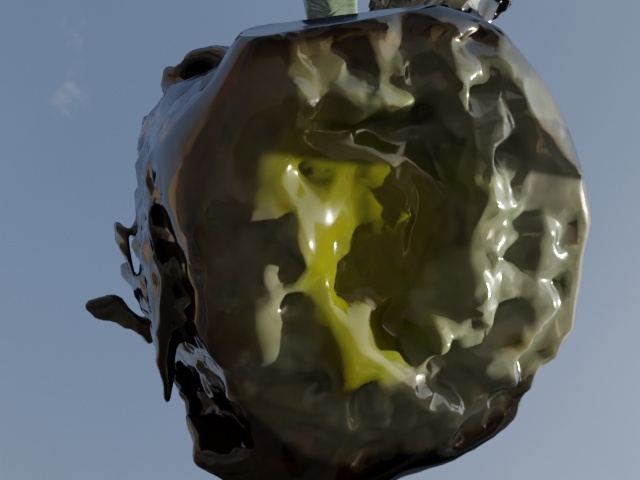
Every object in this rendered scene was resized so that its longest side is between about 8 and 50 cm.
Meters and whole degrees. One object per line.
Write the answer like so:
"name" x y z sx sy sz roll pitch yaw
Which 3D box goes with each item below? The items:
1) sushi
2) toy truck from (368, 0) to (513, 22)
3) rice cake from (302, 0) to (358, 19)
"sushi" 0.001 0.000 0.511 0.281 0.294 0.300 9 -83 -24
"toy truck" 0.158 -0.318 1.021 0.177 0.161 0.213 34 -32 2
"rice cake" 0.009 -0.280 0.817 0.069 0.206 0.063 -7 -99 6
